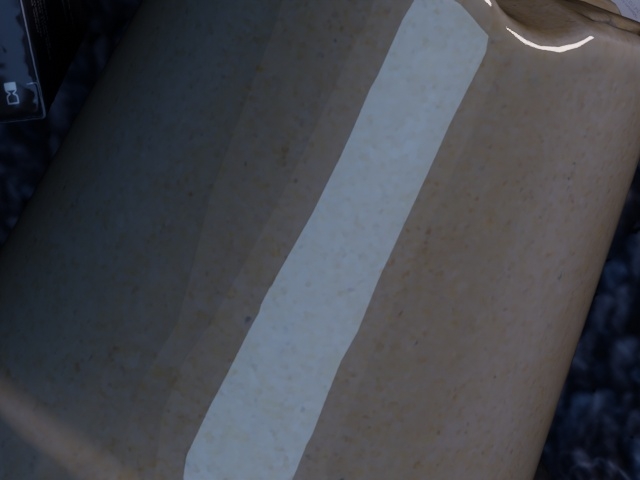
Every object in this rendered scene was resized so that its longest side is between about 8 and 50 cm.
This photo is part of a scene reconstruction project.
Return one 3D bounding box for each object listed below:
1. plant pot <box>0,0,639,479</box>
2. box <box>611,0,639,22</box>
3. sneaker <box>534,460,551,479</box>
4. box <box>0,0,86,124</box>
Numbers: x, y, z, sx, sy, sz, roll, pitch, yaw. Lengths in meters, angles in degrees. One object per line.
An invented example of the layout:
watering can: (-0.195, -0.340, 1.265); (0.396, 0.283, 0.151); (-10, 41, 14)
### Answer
plant pot: (0.000, 0.000, 0.878); (0.333, 0.334, 0.305); (22, 105, -6)
box: (0.112, -0.114, 0.979); (0.136, 0.028, 0.081); (-39, 105, 18)
sneaker: (0.146, 0.215, 1.075); (0.130, 0.087, 0.228); (-4, 114, 1)
box: (-0.178, -0.147, 0.904); (0.093, 0.158, 0.156); (-7, 110, 4)
